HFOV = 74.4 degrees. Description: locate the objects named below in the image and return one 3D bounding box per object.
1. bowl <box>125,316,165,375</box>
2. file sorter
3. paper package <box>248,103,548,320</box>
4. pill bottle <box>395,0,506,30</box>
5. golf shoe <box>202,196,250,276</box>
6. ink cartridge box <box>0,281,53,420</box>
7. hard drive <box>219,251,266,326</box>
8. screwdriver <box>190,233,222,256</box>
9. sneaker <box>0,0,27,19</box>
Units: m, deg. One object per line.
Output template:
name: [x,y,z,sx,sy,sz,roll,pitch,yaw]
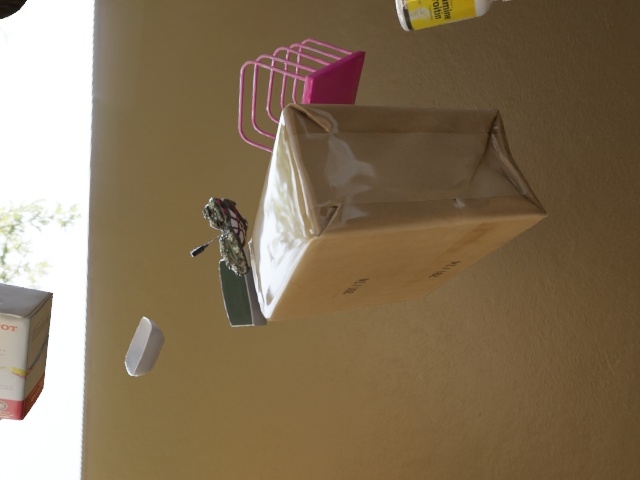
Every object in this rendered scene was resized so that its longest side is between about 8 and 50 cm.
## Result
bowl: [-0.475,0.292,1.151,0.142,0.053,0.142,9,-105,58]
file sorter: [-0.045,-0.346,1.011,0.182,0.291,0.202,24,-50,14]
paper package: [0.073,-0.021,0.604,0.325,0.309,0.168,119,-38,-60]
pill bottle: [0.223,-0.417,0.693,0.184,0.103,0.103,-1,-89,25]
golf shoe: [-0.272,-0.021,1.365,0.105,0.120,0.273,-33,-103,40]
ink cartridge box: [-0.449,0.146,0.572,0.127,0.072,0.175,14,-71,-13]
hard drive: [-0.273,0.175,1.456,0.172,0.054,0.255,-11,-91,41]
screwdriver: [-0.411,0.010,1.586,0.024,0.170,0.025,23,-42,50]
sneaker: [-0.692,-0.559,0.668,0.182,0.410,0.158,35,-104,26]
